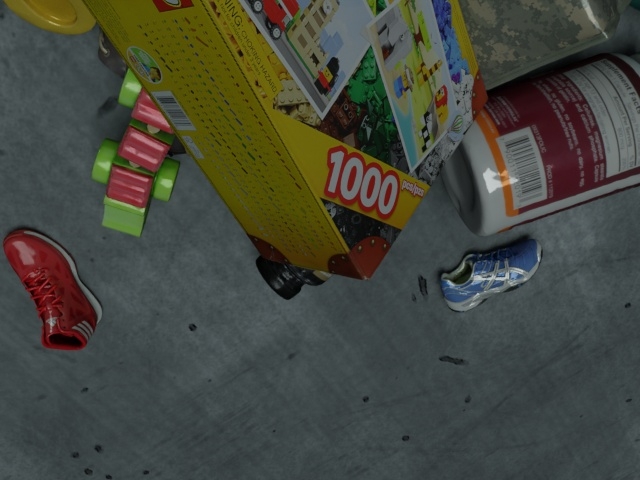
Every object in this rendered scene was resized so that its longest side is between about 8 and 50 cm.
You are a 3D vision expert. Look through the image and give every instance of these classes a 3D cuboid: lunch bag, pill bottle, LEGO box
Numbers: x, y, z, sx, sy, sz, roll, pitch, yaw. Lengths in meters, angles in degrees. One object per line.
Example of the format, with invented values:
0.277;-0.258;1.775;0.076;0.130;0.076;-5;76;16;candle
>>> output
0.245;-0.354;0.886;0.235;0.287;0.169;50;57;-19;lunch bag
0.000;0.000;1.087;0.219;0.122;0.123;-40;118;11;pill bottle
-0.016;-0.258;0.761;0.372;0.193;0.500;-54;133;-26;LEGO box
0.403;-0.168;1.020;0.393;0.224;0.224;-18;119;-2;pill bottle

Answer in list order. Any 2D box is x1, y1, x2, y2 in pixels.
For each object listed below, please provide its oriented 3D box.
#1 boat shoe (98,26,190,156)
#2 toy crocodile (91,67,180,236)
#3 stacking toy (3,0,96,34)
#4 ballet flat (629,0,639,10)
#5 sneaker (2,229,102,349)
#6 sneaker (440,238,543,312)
-0.249;-0.275;0.889;0.130;0.132;0.355;-11;118;-4;boat shoe
-0.239;-0.132;0.868;0.115;0.105;0.340;22;126;-14;toy crocodile
-0.440;-0.394;0.766;0.280;0.130;0.309;1;159;16;stacking toy
0.657;-0.371;0.986;0.483;0.164;0.181;17;96;-32;ballet flat
-0.443;0.090;1.043;0.087;0.128;0.221;-31;119;6;sneaker
0.325;0.057;1.205;0.211;0.080;0.081;-33;122;6;sneaker
